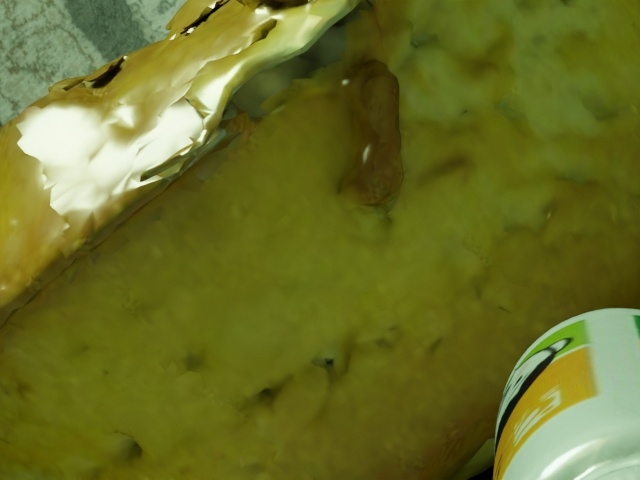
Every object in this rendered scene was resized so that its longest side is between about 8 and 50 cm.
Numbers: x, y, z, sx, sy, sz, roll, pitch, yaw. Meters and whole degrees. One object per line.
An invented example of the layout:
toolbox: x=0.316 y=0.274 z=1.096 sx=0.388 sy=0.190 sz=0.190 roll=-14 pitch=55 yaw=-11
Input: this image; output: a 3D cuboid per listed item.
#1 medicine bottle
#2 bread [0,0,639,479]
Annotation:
medicine bottle: x=0.057 y=0.075 z=0.381 sx=0.092 sy=0.061 sz=0.220 roll=-62 pitch=-1 yaw=10
bread: x=0.001 y=-0.001 z=0.746 sx=0.337 sy=0.204 sz=0.358 roll=-43 pitch=2 yaw=-31
